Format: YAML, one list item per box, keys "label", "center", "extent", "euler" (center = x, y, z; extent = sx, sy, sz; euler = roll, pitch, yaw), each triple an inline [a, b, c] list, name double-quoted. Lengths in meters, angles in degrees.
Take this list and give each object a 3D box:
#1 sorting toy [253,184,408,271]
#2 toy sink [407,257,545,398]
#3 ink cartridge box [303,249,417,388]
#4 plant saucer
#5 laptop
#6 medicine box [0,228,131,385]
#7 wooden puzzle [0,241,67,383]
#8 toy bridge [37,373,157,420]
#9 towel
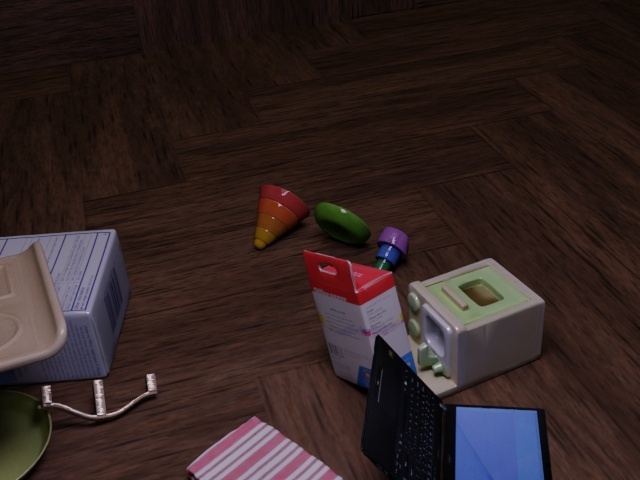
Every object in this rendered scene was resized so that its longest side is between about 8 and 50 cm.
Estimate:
- label: "sorting toy"
  center: [0.000, 0.000, 1.676]
  extent: [0.365, 0.127, 0.126]
  euler: [19, 69, 28]
- label: "toy sink"
  center: [0.229, 0.142, 1.366]
  extent: [0.234, 0.131, 0.153]
  euler: [-17, 34, -18]
- label: "ink cartridge box"
  center: [0.061, 0.116, 1.310]
  extent: [0.078, 0.231, 0.134]
  euler: [-26, 21, -30]
- label: "plant saucer"
  center: [-0.530, 0.325, 1.261]
  extent: [0.240, 0.037, 0.241]
  euler: [-4, 33, 2]
- label: "laptop"
  center: [0.197, 0.266, 1.169]
  extent: [0.136, 0.264, 0.234]
  euler: [-33, 22, 26]
- label: "medicine box"
  center: [-0.514, 0.117, 1.480]
  extent: [0.289, 0.149, 0.264]
  euler: [-5, 33, 0]
- label: "wooden puzzle"
  center: [-0.562, 0.143, 1.227]
  extent: [0.347, 0.081, 0.322]
  euler: [-19, 31, -17]
- label: "toy bridge"
  center: [-0.356, 0.257, 1.324]
  extent: [0.188, 0.026, 0.063]
  euler: [-3, 66, -23]
- label: "towel"
  center: [-0.081, 0.343, 1.190]
  extent: [0.197, 0.029, 0.144]
  euler: [26, 43, 35]
